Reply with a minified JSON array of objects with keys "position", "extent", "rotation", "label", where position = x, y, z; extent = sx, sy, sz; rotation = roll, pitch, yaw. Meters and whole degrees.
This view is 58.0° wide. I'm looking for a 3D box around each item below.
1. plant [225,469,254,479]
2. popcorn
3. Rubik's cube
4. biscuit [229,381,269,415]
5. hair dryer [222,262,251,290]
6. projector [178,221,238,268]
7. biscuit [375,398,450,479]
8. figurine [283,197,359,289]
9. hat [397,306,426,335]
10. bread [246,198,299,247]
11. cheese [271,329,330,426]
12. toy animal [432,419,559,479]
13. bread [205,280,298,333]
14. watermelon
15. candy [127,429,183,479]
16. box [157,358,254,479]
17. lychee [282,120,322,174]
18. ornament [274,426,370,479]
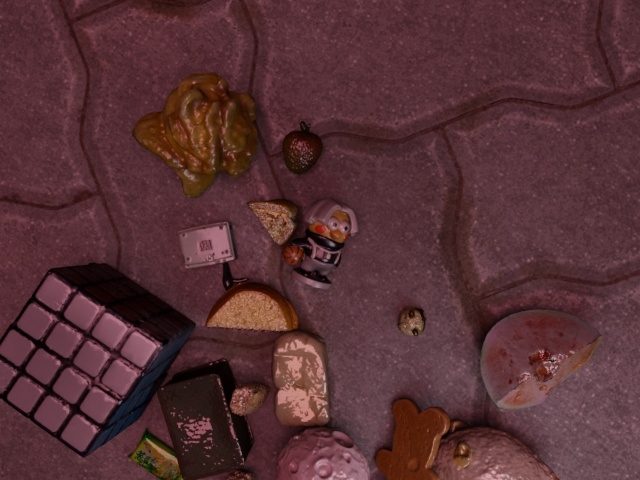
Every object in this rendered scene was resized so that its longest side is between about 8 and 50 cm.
[{"position":[-0.223,0.709,1.610],"extent":[0.104,0.116,0.122],"rotation":[-13,110,16],"label":"plant"},{"position":[-0.328,-0.283,1.524],"extent":[0.325,0.290,0.322],"rotation":[7,88,-16],"label":"popcorn"},{"position":[-0.581,0.287,1.504],"extent":[0.343,0.344,0.337],"rotation":[33,92,4],"label":"Rubik's cube"},{"position":[-0.195,0.426,1.573],"extent":[0.070,0.168,0.082],"rotation":[20,86,12],"label":"biscuit"},{"position":[-0.239,0.101,1.649],"extent":[0.083,0.031,0.079],"rotation":[-5,81,-11],"label":"hair dryer"},{"position":[-0.318,0.014,1.631],"extent":[0.147,0.061,0.115],"rotation":[-11,91,3],"label":"projector"},{"position":[0.243,0.605,1.559],"extent":[0.047,0.216,0.340],"rotation":[17,81,-38],"label":"biscuit"},{"position":[0.000,0.000,1.571],"extent":[0.176,0.133,0.237],"rotation":[18,97,-31],"label":"figurine"},{"position":[0.256,0.229,1.607],"extent":[0.076,0.059,0.077],"rotation":[9,95,7],"label":"hat"},{"position":[-0.119,-0.073,1.600],"extent":[0.110,0.103,0.156],"rotation":[-37,95,7],"label":"bread"},{"position":[-0.055,0.382,1.605],"extent":[0.158,0.093,0.263],"rotation":[-3,89,-1],"label":"cheese"},{"position":[0.442,0.612,1.532],"extent":[0.358,0.188,0.227],"rotation":[-5,93,10],"label":"toy animal"},{"position":[-0.190,0.181,1.588],"extent":[0.260,0.129,0.134],"rotation":[1,91,0],"label":"bread"},{"position":[0.570,0.317,1.565],"extent":[0.321,0.188,0.175],"rotation":[-22,134,-4],"label":"watermelon"},{"position":[-0.457,0.630,1.652],"extent":[0.178,0.032,0.102],"rotation":[34,91,2],"label":"candy"},{"position":[-0.312,0.490,1.591],"extent":[0.184,0.143,0.274],"rotation":[-17,91,2],"label":"box"},{"position":[-0.052,-0.255,1.591],"extent":[0.114,0.114,0.147],"rotation":[14,105,2],"label":"lychee"},{"position":[0.007,0.616,1.522],"extent":[0.259,0.259,0.225],"rotation":[29,100,2],"label":"ornament"}]
